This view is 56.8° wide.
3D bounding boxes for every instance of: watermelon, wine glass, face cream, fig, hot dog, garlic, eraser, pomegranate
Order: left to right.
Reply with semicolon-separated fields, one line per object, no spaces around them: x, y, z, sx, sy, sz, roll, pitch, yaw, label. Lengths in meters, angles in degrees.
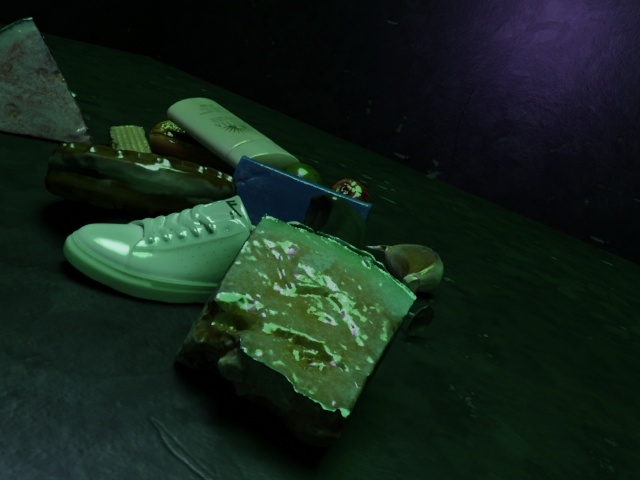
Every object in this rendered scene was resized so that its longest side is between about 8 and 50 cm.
-0.714;-0.321;1.393;0.251;0.292;0.283;-26;5;-15;watermelon
-0.303;-0.229;1.611;0.338;0.100;0.135;19;25;-2;hot dog
-0.227;-0.259;1.515;0.349;0.081;0.174;38;34;30;face cream
-0.086;-0.108;1.409;0.191;0.151;0.131;4;-14;-6;pomegranate
-0.046;0.121;0.770;0.264;0.151;0.302;27;34;9;watermelon
-0.055;-0.069;1.316;0.312;0.144;0.042;22;14;3;eraser
0.072;-0.110;1.666;0.129;0.128;0.150;17;-11;-14;fig
0.101;0.090;1.138;0.074;0.074;0.262;4;23;-44;wine glass
0.197;0.052;1.348;0.129;0.090;0.198;-2;30;-26;garlic

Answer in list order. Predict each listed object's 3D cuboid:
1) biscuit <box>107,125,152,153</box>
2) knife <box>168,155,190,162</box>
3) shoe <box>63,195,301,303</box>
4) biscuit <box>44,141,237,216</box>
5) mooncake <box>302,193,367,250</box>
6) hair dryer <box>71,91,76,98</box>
-0.446;-0.205;1.396;0.094;0.054;0.378;-3;25;-22;biscuit
-0.271;-0.162;1.530;0.366;0.043;0.089;14;17;-22;knife
-0.186;0.002;0.904;0.363;0.160;0.132;13;18;-28;shoe
-0.308;-0.097;1.042;0.333;0.103;0.332;11;0;0;biscuit
0.000;0.000;1.106;0.175;0.168;0.104;-26;29;-36;mooncake
-0.835;-0.474;1.864;0.167;0.067;0.199;29;1;-5;hair dryer
